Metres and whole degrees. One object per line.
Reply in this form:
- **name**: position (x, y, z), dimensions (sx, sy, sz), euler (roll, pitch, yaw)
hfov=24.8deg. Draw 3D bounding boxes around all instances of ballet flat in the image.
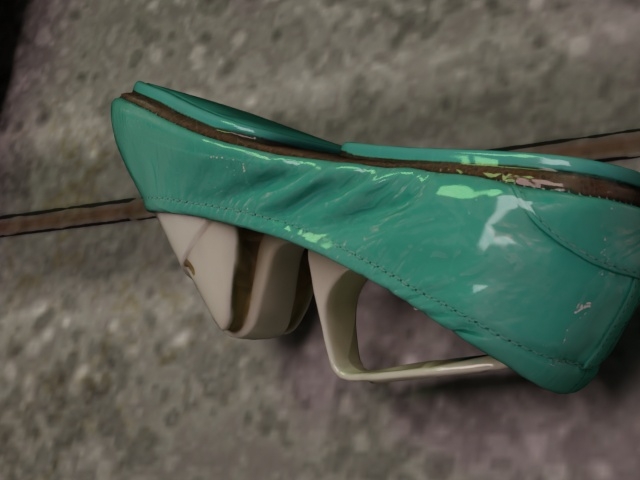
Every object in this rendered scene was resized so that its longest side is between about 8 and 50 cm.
- **ballet flat**: position (0.000, 0.000, 0.504), dimensions (0.247, 0.083, 0.087), euler (15, 90, 44)
